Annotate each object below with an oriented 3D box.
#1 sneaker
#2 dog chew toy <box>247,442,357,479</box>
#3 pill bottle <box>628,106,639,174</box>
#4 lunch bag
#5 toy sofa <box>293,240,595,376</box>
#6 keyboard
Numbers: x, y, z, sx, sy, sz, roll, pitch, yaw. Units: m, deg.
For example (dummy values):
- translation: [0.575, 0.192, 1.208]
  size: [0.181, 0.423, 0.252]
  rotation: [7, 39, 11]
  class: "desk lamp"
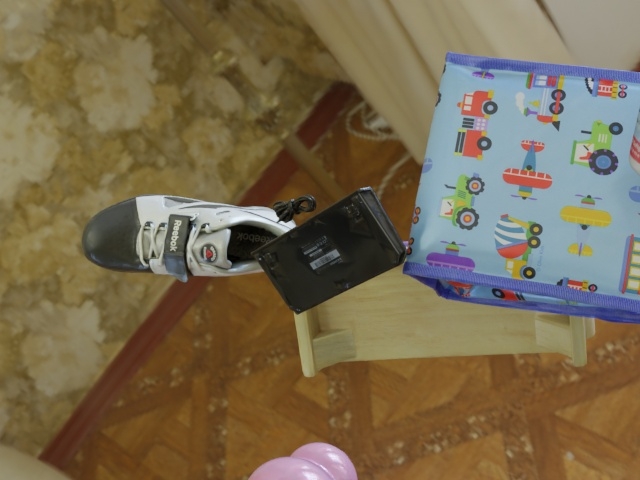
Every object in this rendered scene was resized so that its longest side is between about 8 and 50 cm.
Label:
- translation: [-0.187, -0.004, 1.582]
  size: [0.331, 0.122, 0.146]
  rotation: [-2, 8, -9]
  class: "sneaker"
- translation: [-0.055, 0.449, 1.733]
  size: [0.207, 0.206, 0.332]
  rotation: [-3, 23, 39]
  class: "dog chew toy"
- translation: [0.307, -0.126, 0.861]
  size: [0.087, 0.160, 0.087]
  rotation: [4, 26, -2]
  class: "pill bottle"
- translation: [0.250, -0.044, 0.998]
  size: [0.293, 0.138, 0.221]
  rotation: [8, 80, 26]
  class: "lunch bag"
- translation: [0.153, 0.065, 1.339]
  size: [0.363, 0.150, 0.177]
  rotation: [-4, 15, 16]
  class: "toy sofa"
- translation: [0.000, 0.000, 1.021]
  size: [0.180, 0.108, 0.023]
  rotation: [-29, 6, 47]
  class: "keyboard"
